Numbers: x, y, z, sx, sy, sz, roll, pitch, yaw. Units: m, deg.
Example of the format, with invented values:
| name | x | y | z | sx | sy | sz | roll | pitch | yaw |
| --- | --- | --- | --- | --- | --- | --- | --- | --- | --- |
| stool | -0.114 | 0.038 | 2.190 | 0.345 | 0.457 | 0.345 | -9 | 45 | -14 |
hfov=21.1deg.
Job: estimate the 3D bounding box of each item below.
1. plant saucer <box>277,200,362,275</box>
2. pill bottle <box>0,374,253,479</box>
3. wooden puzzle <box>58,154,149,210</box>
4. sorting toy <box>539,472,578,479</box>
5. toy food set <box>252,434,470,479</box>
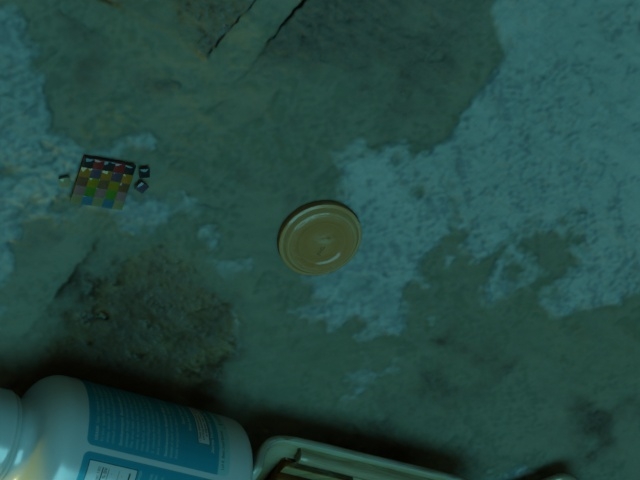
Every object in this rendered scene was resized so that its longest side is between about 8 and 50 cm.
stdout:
| name | x | y | z | sx | sy | sz | roll | pitch | yaw |
| --- | --- | --- | --- | --- | --- | --- | --- | --- | --- |
| plant saucer | 0.000 | 0.000 | 1.663 | 0.083 | 0.013 | 0.083 | -8 | 126 | -11 |
| pill bottle | -0.209 | 0.215 | 1.668 | 0.264 | 0.146 | 0.146 | 18 | 117 | -26 |
| wooden puzzle | -0.198 | -0.052 | 1.572 | 0.083 | 0.006 | 0.049 | 9 | 121 | -22 |
| sorting toy | 0.210 | 0.357 | 1.964 | 0.208 | 0.038 | 0.193 | -18 | 127 | 2 |
| toy food set | 0.012 | 0.327 | 1.818 | 0.306 | 0.092 | 0.220 | 17 | 129 | -26 |
